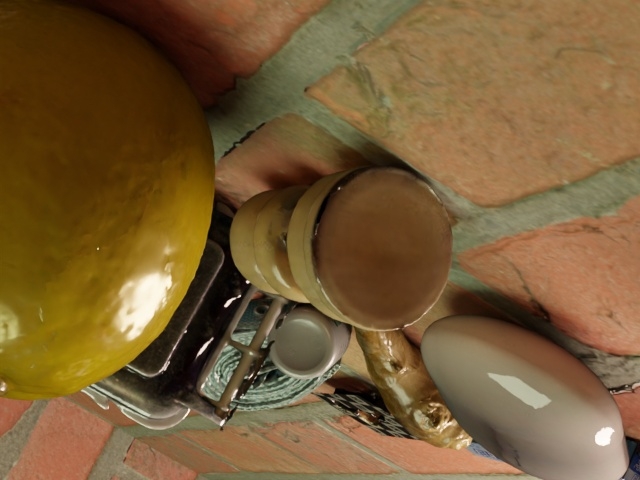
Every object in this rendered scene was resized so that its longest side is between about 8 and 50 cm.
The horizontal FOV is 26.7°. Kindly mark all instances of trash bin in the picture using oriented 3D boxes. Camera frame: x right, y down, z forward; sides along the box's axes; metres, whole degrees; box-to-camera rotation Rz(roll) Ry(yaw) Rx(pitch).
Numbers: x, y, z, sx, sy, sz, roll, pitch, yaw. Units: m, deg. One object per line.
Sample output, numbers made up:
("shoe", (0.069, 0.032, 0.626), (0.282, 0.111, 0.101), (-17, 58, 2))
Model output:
("trash bin", (-0.212, 0.072, 1.561), (0.296, 0.255, 0.368), (28, 168, -6))

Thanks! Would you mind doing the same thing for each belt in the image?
("belt", (-0.074, 0.144, 1.676), (0.163, 0.082, 0.148), (-38, 113, 25))

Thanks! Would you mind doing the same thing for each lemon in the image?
("lemon", (-0.250, -0.037, 1.150), (0.348, 0.348, 0.348), (25, 162, 9))

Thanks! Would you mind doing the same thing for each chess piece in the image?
("chess piece", (0.000, 0.000, 1.244), (0.143, 0.142, 0.261), (36, 168, -23))

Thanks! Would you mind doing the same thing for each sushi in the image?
("sushi", (0.079, 0.236, 1.906), (0.139, 0.031, 0.201), (33, 165, -17))

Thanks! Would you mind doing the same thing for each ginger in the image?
("ginger", (0.098, 0.148, 1.555), (0.131, 0.086, 0.294), (55, 178, 43))

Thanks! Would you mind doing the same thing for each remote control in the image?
("remote control", (0.215, 0.172, 1.412), (0.221, 0.103, 0.332), (26, 163, 25))

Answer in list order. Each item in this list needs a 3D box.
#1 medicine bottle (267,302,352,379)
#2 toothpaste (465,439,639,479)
("medicine bottle", (-0.007, 0.107, 1.532), (0.080, 0.080, 0.130), (25, -169, 9))
("toothpaste", (0.276, 0.251, 1.624), (0.272, 0.053, 0.066), (5, 151, 49))
